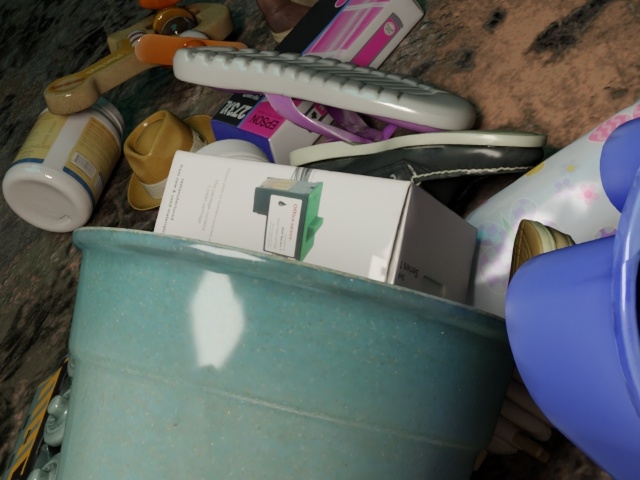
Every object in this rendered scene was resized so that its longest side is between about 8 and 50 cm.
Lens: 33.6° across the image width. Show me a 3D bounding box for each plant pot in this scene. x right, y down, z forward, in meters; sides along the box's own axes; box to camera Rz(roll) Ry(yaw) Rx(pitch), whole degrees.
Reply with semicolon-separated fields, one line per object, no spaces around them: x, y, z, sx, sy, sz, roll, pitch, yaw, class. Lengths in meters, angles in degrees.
-0.050;0.193;0.755;0.341;0.341;0.334;6;79;49;plant pot

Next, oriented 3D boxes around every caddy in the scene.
0.276;0.060;0.600;0.241;0.341;0.179;-53;17;-14;caddy

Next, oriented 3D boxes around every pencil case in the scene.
0.223;-0.013;0.925;0.273;0.113;0.124;-33;77;13;pencil case

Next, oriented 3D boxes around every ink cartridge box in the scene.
-0.032;-0.207;1.464;0.371;0.069;0.176;-52;34;-10;ink cartridge box
0.000;0.000;0.874;0.219;0.160;0.092;9;82;29;ink cartridge box

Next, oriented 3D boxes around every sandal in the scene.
0.001;-0.162;1.289;0.416;0.102;0.169;18;22;33;sandal

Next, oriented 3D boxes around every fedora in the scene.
-0.236;-0.134;1.577;0.194;0.079;0.194;-27;37;23;fedora

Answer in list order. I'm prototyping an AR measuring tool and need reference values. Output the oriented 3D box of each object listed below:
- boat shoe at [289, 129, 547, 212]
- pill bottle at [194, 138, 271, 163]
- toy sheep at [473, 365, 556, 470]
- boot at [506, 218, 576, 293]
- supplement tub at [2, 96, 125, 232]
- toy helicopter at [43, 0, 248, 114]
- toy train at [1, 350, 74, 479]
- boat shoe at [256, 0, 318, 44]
0.093;-0.053;1.116;0.340;0.127;0.113;-2;90;44;boat shoe
-0.066;0.014;1.122;0.152;0.152;0.272;-36;44;10;pill bottle
0.158;0.130;0.857;0.132;0.091;0.091;-54;34;-8;toy sheep
0.218;0.038;0.761;0.165;0.213;0.077;7;82;10;boot
-0.401;-0.128;1.684;0.144;0.144;0.200;-16;41;35;supplement tub
-0.275;-0.287;1.678;0.235;0.140;0.355;20;46;39;toy helicopter
-0.266;0.232;1.150;0.190;0.142;0.334;-33;33;33;toy train
-0.020;-0.454;1.670;0.123;0.123;0.342;-10;45;40;boat shoe
